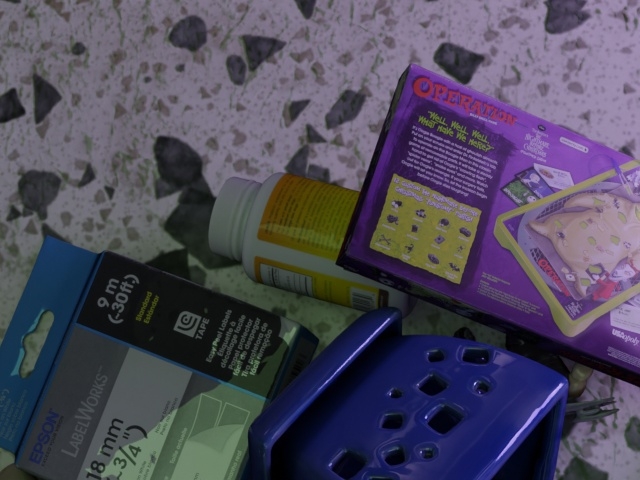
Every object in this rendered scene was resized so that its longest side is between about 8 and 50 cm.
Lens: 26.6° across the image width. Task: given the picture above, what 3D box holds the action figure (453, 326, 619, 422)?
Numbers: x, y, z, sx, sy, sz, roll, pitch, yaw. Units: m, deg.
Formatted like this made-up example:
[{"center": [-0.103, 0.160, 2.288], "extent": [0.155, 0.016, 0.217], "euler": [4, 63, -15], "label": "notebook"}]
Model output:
[{"center": [0.205, 0.076, 1.334], "extent": [0.185, 0.099, 0.285], "euler": [-3, 82, 4], "label": "action figure"}]

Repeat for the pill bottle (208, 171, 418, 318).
[{"center": [0.000, 0.000, 1.375], "extent": [0.215, 0.117, 0.117], "euler": [15, 83, 13], "label": "pill bottle"}]

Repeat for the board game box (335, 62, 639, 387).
[{"center": [0.207, -0.008, 1.277], "extent": [0.346, 0.056, 0.208], "euler": [23, 74, -7], "label": "board game box"}]

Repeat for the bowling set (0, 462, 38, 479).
[{"center": [-0.271, 0.351, 1.330], "extent": [0.200, 0.287, 0.154], "euler": [42, 80, -12], "label": "bowling set"}]

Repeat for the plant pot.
[{"center": [0.068, 0.215, 1.230], "extent": [0.212, 0.236, 0.236], "euler": [28, 53, 26], "label": "plant pot"}]

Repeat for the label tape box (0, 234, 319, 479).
[{"center": [-0.203, 0.147, 1.394], "extent": [0.333, 0.106, 0.241], "euler": [20, 83, 14], "label": "label tape box"}]
